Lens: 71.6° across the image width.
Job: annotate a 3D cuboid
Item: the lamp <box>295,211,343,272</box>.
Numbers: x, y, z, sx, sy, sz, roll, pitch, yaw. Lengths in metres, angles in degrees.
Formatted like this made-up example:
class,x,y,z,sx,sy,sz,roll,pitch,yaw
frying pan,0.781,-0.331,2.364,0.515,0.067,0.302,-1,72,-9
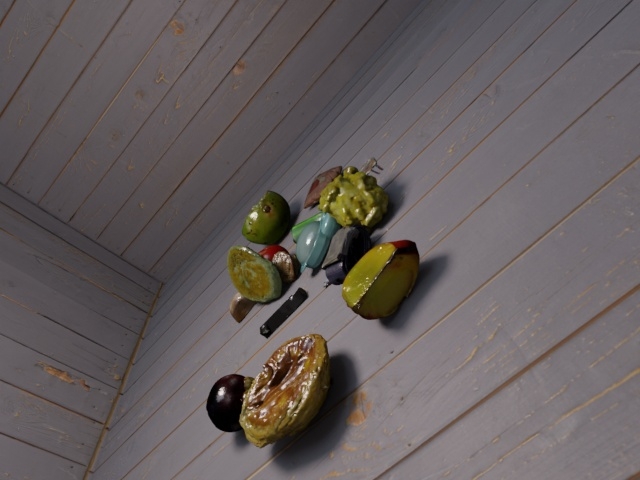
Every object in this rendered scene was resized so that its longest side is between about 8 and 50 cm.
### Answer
class,x,y,z,sx,sy,sz,roll,pitch,yaw
lamp,-0.010,-0.006,1.879,0.284,0.147,0.209,-44,19,14

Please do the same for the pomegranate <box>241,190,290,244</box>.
class,x,y,z,sx,sy,sz,roll,pitch,yaw
pomegranate,-0.284,-0.095,2.480,0.309,0.216,0.358,-62,-5,-23

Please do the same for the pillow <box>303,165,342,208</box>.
class,x,y,z,sx,sy,sz,roll,pitch,yaw
pillow,0.007,-0.286,2.344,0.223,0.084,0.236,-26,31,49

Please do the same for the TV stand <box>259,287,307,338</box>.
class,x,y,z,sx,sy,sz,roll,pitch,yaw
TV stand,-0.153,0.299,1.831,0.256,0.040,0.049,-46,23,13

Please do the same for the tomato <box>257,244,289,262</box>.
class,x,y,z,sx,sy,sz,roll,pitch,yaw
tomato,-0.235,0.100,2.116,0.195,0.136,0.195,-24,14,7

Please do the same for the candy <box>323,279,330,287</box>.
class,x,y,z,sx,sy,sz,roll,pitch,yaw
candy,0.039,0.151,1.716,0.083,0.020,0.030,-43,26,18

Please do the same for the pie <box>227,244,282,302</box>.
class,x,y,z,sx,sy,sz,roll,pitch,yaw
pie,-0.311,0.151,2.023,0.323,0.323,0.070,-27,9,45

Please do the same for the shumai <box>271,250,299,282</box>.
class,x,y,z,sx,sy,sz,roll,pitch,yaw
shumai,-0.150,0.125,2.007,0.123,0.105,0.139,-23,65,25

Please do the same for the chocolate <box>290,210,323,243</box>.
class,x,y,z,sx,sy,sz,roll,pitch,yaw
chocolate,-0.007,-0.076,2.050,0.291,0.110,0.110,-27,33,39

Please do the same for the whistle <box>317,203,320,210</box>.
class,x,y,z,sx,sy,sz,roll,pitch,yaw
whistle,0.048,-0.183,2.149,0.198,0.057,0.104,-12,44,55

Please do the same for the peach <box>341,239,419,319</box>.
class,x,y,z,sx,sy,sz,roll,pitch,yaw
peach,0.185,0.109,1.326,0.267,0.159,0.154,-55,33,-3

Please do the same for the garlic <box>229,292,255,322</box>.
class,x,y,z,sx,sy,sz,roll,pitch,yaw
garlic,-0.383,0.302,2.177,0.195,0.101,0.087,-52,21,0

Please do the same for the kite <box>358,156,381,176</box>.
class,x,y,z,sx,sy,sz,roll,pitch,yaw
kite,0.230,-0.330,2.089,0.127,0.016,0.229,-50,19,11

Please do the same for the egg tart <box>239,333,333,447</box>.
class,x,y,z,sx,sy,sz,roll,pitch,yaw
egg tart,-0.075,0.448,1.318,0.340,0.153,0.351,-24,34,47

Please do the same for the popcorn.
class,x,y,z,sx,sy,sz,roll,pitch,yaw
popcorn,0.145,-0.155,1.735,0.241,0.250,0.235,-51,-15,2

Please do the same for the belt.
class,x,y,z,sx,sy,sz,roll,pitch,yaw
belt,0.092,0.052,1.611,0.126,0.140,0.230,-23,38,48

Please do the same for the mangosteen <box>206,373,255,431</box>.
class,x,y,z,sx,sy,sz,roll,pitch,yaw
mangosteen,-0.281,0.556,1.535,0.231,0.194,0.194,-17,33,14
